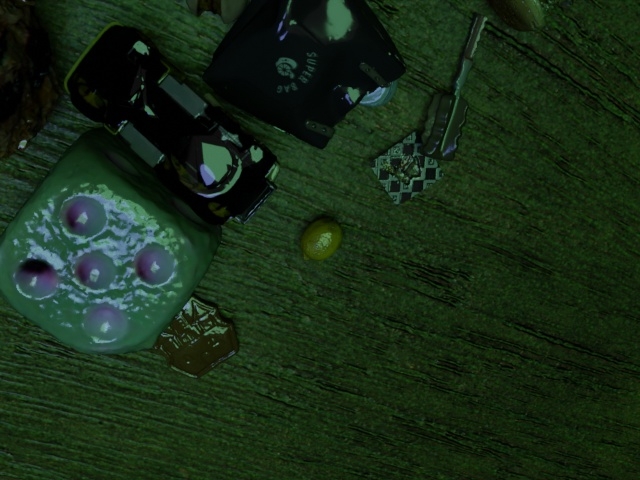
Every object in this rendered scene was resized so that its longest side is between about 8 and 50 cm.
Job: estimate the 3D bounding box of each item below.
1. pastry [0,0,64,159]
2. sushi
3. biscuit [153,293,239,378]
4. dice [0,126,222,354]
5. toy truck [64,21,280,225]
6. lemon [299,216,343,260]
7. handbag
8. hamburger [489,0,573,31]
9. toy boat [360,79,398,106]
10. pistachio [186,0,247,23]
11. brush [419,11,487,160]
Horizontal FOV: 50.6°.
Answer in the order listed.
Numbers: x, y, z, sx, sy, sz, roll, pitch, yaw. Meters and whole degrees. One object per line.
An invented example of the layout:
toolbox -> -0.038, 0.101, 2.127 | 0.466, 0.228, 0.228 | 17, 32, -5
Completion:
pastry -> -0.606, -0.304, 1.142 | 0.292, 0.337, 0.405 | 0, 82, 12
sushi -> 0.182, -0.154, 1.445 | 0.126, 0.026, 0.120 | -34, 108, 2
biscuit -> -0.295, 0.206, 1.521 | 0.182, 0.034, 0.215 | -34, 111, 6
dice -> -0.392, 0.002, 1.277 | 0.330, 0.322, 0.318 | 38, 102, -20
toy truck -> -0.252, -0.208, 1.259 | 0.405, 0.254, 0.180 | 42, 98, -5
lemon -> 0.000, 0.000, 1.452 | 0.082, 0.082, 0.110 | 38, 99, -18
handbag -> -0.026, -0.326, 1.256 | 0.288, 0.152, 0.342 | 34, 129, -21
hamburger -> 0.387, -0.479, 1.272 | 0.131, 0.159, 0.185 | -36, 138, 11
toy boat -> 0.072, -0.357, 1.332 | 0.134, 0.079, 0.207 | -35, 105, 22
pistachio -> -0.177, -0.489, 1.212 | 0.130, 0.131, 0.206 | 22, 137, -1
brush -> 0.277, -0.312, 1.383 | 0.084, 0.071, 0.301 | 10, 101, -27
